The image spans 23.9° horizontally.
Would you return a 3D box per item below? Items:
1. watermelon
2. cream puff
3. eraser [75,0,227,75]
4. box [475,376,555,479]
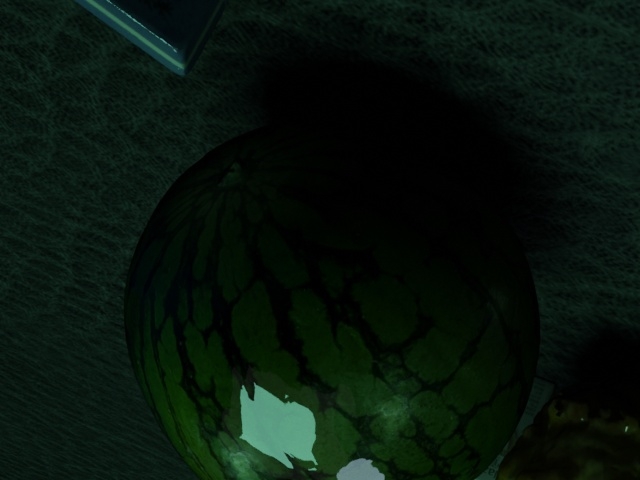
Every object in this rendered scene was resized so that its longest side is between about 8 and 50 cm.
[{"bbox_3d":[0.011,0.067,1.257,0.363,0.363,0.363,21,155,10],"label":"watermelon"},{"bbox_3d":[0.341,0.265,1.445,0.343,0.231,0.327,5,145,46],"label":"cream puff"},{"bbox_3d":[-0.169,-0.221,1.155,0.225,0.082,0.036,36,156,-19],"label":"eraser"},{"bbox_3d":[0.136,0.190,1.614,0.199,0.135,0.081,20,156,16],"label":"box"}]
